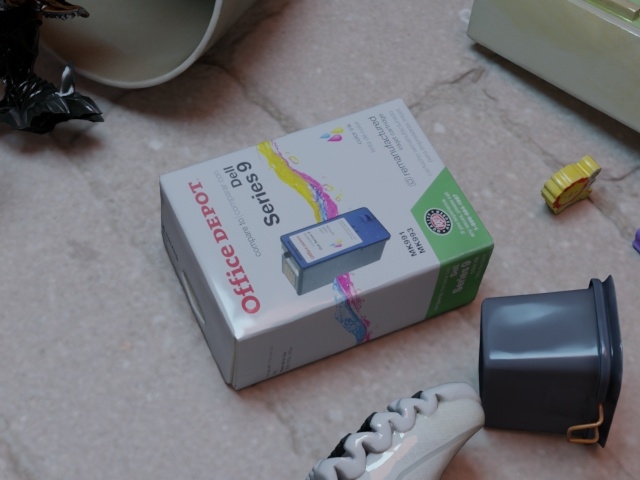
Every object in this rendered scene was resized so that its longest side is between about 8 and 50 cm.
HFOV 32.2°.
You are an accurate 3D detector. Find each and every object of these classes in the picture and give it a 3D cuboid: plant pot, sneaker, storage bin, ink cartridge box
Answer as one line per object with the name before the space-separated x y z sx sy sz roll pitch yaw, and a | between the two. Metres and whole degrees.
plant pot | -0.115 -0.303 0.968 0.256 0.256 0.274 31 41 14
sneaker | 0.012 0.209 0.716 0.292 0.110 0.118 -41 77 -18
storage bin | 0.159 0.094 0.790 0.091 0.135 0.098 -2 57 7
ink cartridge box | 0.000 0.000 0.851 0.212 0.093 0.154 -20 62 -16

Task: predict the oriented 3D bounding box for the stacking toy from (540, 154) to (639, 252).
stacking toy | 0.318 -0.031 0.928 0.221 0.052 0.167 -28 64 -22

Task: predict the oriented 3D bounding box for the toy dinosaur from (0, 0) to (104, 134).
toy dinosaur | -0.265 -0.196 0.877 0.164 0.322 0.218 -7 84 -36

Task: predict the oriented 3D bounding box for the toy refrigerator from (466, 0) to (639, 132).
toy refrigerator | 0.270 -0.174 0.962 0.269 0.094 0.102 36 50 26
